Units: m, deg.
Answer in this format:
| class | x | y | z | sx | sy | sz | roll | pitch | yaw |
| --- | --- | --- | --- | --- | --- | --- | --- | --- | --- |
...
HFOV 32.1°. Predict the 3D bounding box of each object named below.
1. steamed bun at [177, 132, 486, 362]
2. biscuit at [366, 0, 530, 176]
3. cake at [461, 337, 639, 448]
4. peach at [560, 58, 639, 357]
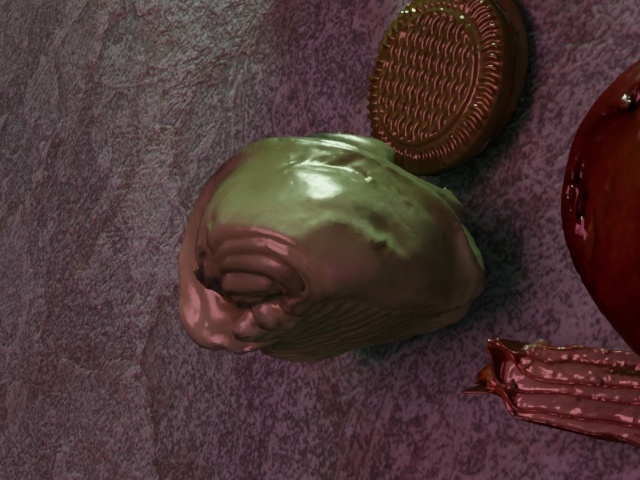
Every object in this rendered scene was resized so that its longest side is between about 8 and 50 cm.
| class | x | y | z | sx | sy | sz | roll | pitch | yaw |
| --- | --- | --- | --- | --- | --- | --- | --- | --- | --- |
| steamed bun | 0.000 | 0.000 | 1.285 | 0.339 | 0.352 | 0.247 | -29 | 67 | 48 |
| biscuit | 0.155 | -0.203 | 1.373 | 0.259 | 0.079 | 0.259 | -19 | 66 | 50 |
| cake | 0.290 | 0.150 | 1.097 | 0.287 | 0.135 | 0.098 | 9 | 82 | 33 |
| peach | 0.377 | -0.028 | 0.877 | 0.339 | 0.353 | 0.416 | -60 | 6 | 8 |
